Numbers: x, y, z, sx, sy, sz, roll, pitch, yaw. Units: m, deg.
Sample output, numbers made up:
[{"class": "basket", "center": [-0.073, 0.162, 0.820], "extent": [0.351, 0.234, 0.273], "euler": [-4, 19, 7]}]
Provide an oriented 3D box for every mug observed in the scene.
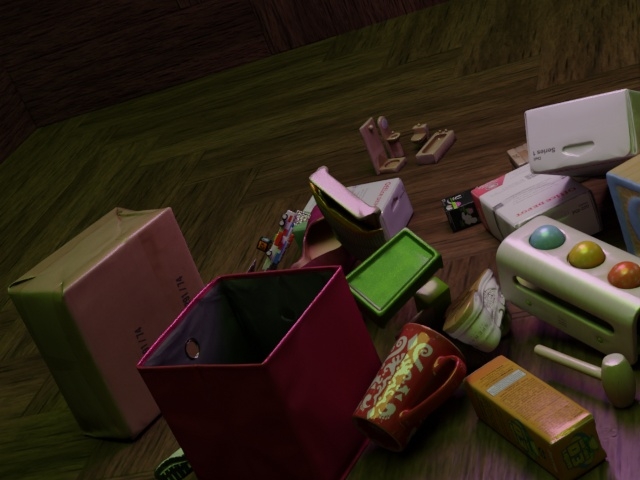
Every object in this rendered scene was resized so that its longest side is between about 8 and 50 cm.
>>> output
[{"class": "mug", "center": [0.131, 0.218, 1.703], "extent": [0.169, 0.113, 0.150], "euler": [-53, -4, -21]}]

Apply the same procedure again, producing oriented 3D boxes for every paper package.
[{"class": "paper package", "center": [-0.359, 0.145, 2.095], "extent": [0.168, 0.325, 0.309], "euler": [0, 32, 42]}]

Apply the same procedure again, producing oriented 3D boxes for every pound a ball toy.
[{"class": "pound a ball toy", "center": [0.393, 0.087, 1.709], "extent": [0.208, 0.136, 0.319], "euler": [-31, 37, -24]}]

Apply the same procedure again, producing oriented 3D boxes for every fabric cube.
[{"class": "fabric cube", "center": [-0.078, 0.219, 1.768], "extent": [0.259, 0.258, 0.254], "euler": [-5, 30, 35]}]

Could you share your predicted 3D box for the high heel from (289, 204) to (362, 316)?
[{"class": "high heel", "center": [0.000, 0.000, 2.147], "extent": [0.127, 0.181, 0.377], "euler": [-30, 35, 12]}]

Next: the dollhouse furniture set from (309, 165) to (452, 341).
[{"class": "dollhouse furniture set", "center": [0.062, 0.039, 1.961], "extent": [0.151, 0.197, 0.301], "euler": [-43, 60, -14]}]

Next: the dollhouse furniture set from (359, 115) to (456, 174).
[{"class": "dollhouse furniture set", "center": [0.204, -0.247, 2.646], "extent": [0.151, 0.123, 0.144], "euler": [-4, 31, 37]}]

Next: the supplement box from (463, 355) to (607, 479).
[{"class": "supplement box", "center": [0.296, 0.246, 1.597], "extent": [0.080, 0.078, 0.233], "euler": [-30, 24, -15]}]

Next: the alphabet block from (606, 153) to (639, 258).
[{"class": "alphabet block", "center": [0.604, -0.054, 1.807], "extent": [0.197, 0.192, 0.193], "euler": [-28, 26, -12]}]

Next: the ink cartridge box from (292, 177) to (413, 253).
[{"class": "ink cartridge box", "center": [0.069, -0.042, 2.382], "extent": [0.212, 0.093, 0.154], "euler": [-11, 28, 28]}]

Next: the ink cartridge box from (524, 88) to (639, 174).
[{"class": "ink cartridge box", "center": [0.518, -0.183, 2.017], "extent": [0.201, 0.117, 0.278], "euler": [-9, -6, 40]}]

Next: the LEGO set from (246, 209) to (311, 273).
[{"class": "LEGO set", "center": [-0.093, 0.053, 2.190], "extent": [0.060, 0.244, 0.182], "euler": [23, 50, 9]}]

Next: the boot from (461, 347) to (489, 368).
[{"class": "boot", "center": [0.198, 0.215, 1.798], "extent": [0.114, 0.037, 0.106], "euler": [-36, 15, -32]}]

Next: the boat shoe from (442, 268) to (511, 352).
[{"class": "boat shoe", "center": [0.266, 0.124, 1.869], "extent": [0.098, 0.096, 0.277], "euler": [-50, -2, 19]}]

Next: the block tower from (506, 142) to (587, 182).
[{"class": "block tower", "center": [0.548, -0.192, 2.263], "extent": [0.335, 0.091, 0.097], "euler": [-22, 25, 2]}]

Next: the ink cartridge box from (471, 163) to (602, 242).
[{"class": "ink cartridge box", "center": [0.399, -0.057, 2.116], "extent": [0.158, 0.092, 0.218], "euler": [-25, 22, -5]}]

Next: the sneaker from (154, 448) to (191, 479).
[{"class": "sneaker", "center": [-0.227, 0.363, 1.883], "extent": [0.109, 0.040, 0.043], "euler": [-29, 8, -22]}]

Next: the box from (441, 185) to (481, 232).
[{"class": "box", "center": [0.291, -0.063, 2.273], "extent": [0.083, 0.052, 0.062], "euler": [-20, 25, 6]}]
